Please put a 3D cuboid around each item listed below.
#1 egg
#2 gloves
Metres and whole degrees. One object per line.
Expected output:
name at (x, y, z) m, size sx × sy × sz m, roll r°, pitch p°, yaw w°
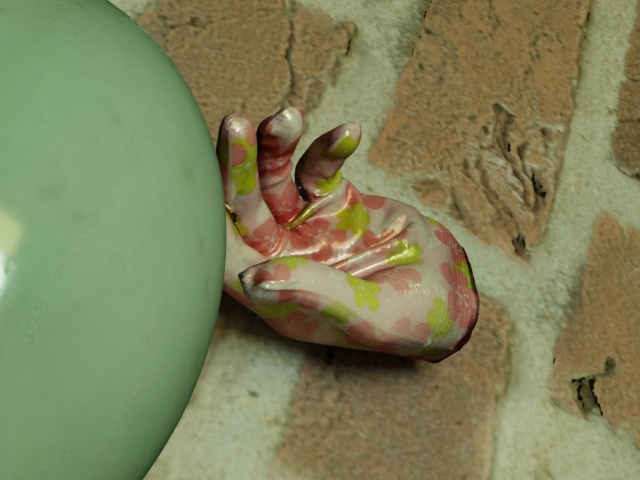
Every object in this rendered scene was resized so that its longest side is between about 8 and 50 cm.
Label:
egg at (-0.186, 0.016, 0.859) m, size 0.276 × 0.276 × 0.389 m, roll 33°, pitch 35°, yaw -8°
gloves at (-0.006, 0.003, 1.164) m, size 0.241 × 0.126 × 0.145 m, roll 23°, pitch 63°, yaw -25°
